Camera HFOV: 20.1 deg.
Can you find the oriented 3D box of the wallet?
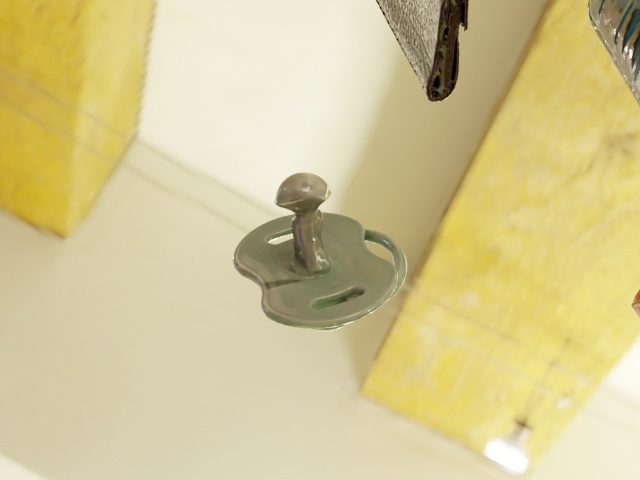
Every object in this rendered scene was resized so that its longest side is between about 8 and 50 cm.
[{"bbox_3d":[0.095,-0.259,1.802,0.039,0.243,0.132,-5,-51,-16],"label":"wallet"}]

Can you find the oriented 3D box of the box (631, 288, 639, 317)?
[{"bbox_3d":[0.363,0.007,0.732,0.257,0.348,0.318,29,13,-20],"label":"box"}]

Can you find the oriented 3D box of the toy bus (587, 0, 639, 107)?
[{"bbox_3d":[0.370,-0.181,1.629,0.199,0.343,0.183,25,-68,-18],"label":"toy bus"}]

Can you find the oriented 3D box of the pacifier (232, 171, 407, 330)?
[{"bbox_3d":[0.000,0.000,1.342,0.127,0.150,0.116,-12,-58,-10],"label":"pacifier"}]
